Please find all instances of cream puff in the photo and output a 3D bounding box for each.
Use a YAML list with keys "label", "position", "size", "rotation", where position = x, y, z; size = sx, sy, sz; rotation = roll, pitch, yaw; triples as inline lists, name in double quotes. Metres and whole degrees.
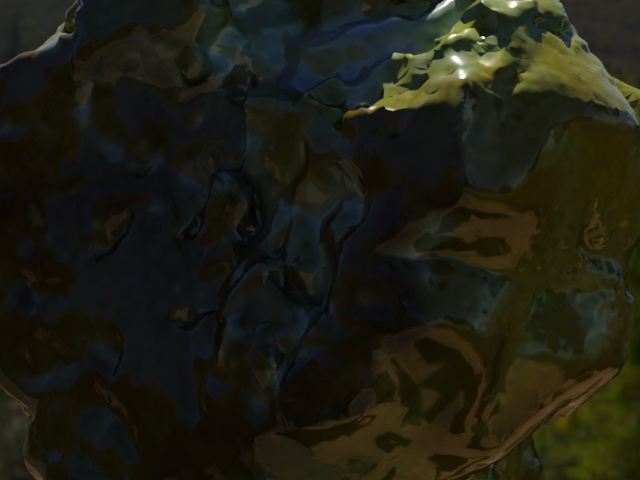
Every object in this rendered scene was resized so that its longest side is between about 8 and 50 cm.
- label: "cream puff"
  position: [0.001, -0.001, 0.710]
  size: [0.282, 0.281, 0.185]
  rotation: [-1, -10, 38]
